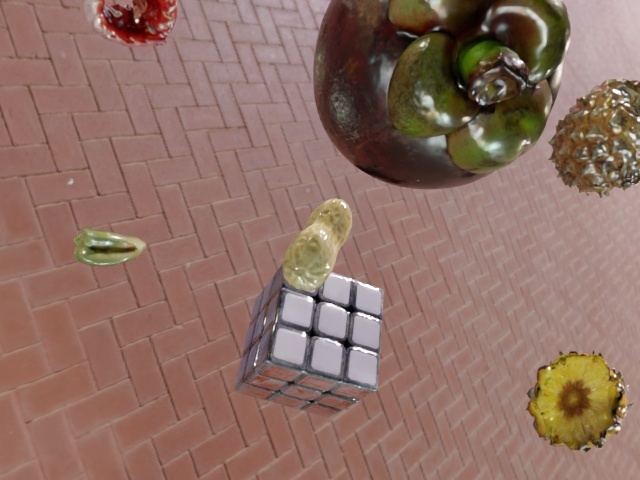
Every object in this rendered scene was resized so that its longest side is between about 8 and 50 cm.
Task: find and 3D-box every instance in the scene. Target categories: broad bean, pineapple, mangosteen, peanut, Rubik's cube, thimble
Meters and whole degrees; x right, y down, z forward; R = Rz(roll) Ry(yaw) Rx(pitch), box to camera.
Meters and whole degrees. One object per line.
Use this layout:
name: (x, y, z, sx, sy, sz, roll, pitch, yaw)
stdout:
broad bean: (-0.458, 0.011, 1.058, 0.153, 0.206, 0.072, 11, 91, -14)
pineapple: (0.441, -0.147, 0.768, 0.166, 0.193, 0.166, 5, 62, -9)
mangosteen: (0.130, -0.192, 0.565, 0.300, 0.300, 0.300, 15, 65, -37)
peanut: (0.000, 0.000, 1.144, 0.123, 0.123, 0.257, 43, 59, -22)
Rubik's cube: (-0.030, 0.271, 1.335, 0.303, 0.305, 0.301, 22, 54, -16)
pineapple: (0.515, 0.321, 0.970, 0.076, 0.225, 0.225, 32, 56, -21)
thimble: (-0.393, -0.490, 0.983, 0.189, 0.163, 0.125, -3, 52, -49)
